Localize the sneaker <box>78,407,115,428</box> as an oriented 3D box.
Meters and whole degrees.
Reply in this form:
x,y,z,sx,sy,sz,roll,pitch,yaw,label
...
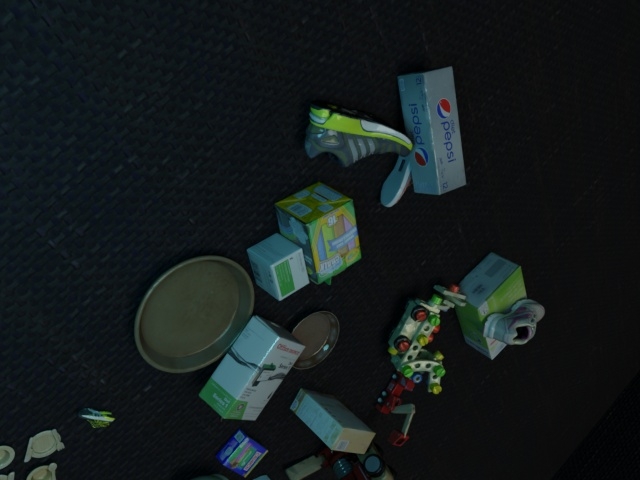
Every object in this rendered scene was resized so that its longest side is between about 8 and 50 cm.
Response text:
x,y,z,sx,sy,sz,roll,pitch,yaw,label
-0.463,0.370,1.261,0.083,0.031,0.035,30,92,-45,sneaker

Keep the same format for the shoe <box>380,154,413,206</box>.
x,y,z,sx,sy,sz,roll,pitch,yaw,label
0.219,-0.157,1.533,0.081,0.063,0.177,22,93,-39,shoe

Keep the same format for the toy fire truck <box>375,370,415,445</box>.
x,y,z,sx,sy,sz,roll,pitch,yaw,label
0.240,0.506,1.857,0.047,0.135,0.192,31,91,-45,toy fire truck

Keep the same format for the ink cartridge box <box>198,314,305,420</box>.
x,y,z,sx,sy,sz,roll,pitch,yaw,label
-0.153,0.297,1.418,0.219,0.093,0.160,-55,153,-2,ink cartridge box

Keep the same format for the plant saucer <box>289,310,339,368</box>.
x,y,z,sx,sy,sz,roll,pitch,yaw,label
-0.026,0.250,1.571,0.169,0.029,0.168,-19,123,-33,plant saucer

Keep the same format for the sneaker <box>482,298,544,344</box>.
x,y,z,sx,sy,sz,roll,pitch,yaw,label
0.620,0.265,1.896,0.252,0.111,0.102,-19,124,-32,sneaker

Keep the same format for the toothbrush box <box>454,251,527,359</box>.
x,y,z,sx,sy,sz,roll,pitch,yaw,label
0.553,0.212,1.977,0.206,0.122,0.283,-40,134,-16,toothbrush box

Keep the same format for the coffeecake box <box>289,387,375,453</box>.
x,y,z,sx,sy,sz,roll,pitch,yaw,label
0.031,0.479,1.631,0.142,0.185,0.068,26,94,-45,coffeecake box

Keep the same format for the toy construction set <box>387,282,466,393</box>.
x,y,z,sx,sy,sz,roll,pitch,yaw,label
0.313,0.271,1.783,0.215,0.151,0.327,22,90,-20,toy construction set

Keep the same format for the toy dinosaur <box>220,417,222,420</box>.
x,y,z,sx,sy,sz,roll,pitch,yaw,label
-0.193,0.421,1.528,0.090,0.047,0.082,-27,147,16,toy dinosaur

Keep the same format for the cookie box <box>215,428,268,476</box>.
x,y,z,sx,sy,sz,roll,pitch,yaw,label
-0.200,0.546,1.573,0.092,0.040,0.107,-48,135,-10,cookie box

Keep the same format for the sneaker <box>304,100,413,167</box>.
x,y,z,sx,sy,sz,roll,pitch,yaw,label
0.080,-0.223,1.368,0.300,0.111,0.121,8,117,-37,sneaker

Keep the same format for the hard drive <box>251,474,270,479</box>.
x,y,z,sx,sy,sz,roll,pitch,yaw,label
-0.238,0.807,1.684,0.203,0.040,0.307,-11,119,-36,hard drive

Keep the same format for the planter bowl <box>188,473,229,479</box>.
x,y,z,sx,sy,sz,roll,pitch,yaw,label
-0.273,0.642,1.499,0.109,0.162,0.162,-32,136,-60,planter bowl

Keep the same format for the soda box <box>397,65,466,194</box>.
x,y,z,sx,sy,sz,roll,pitch,yaw,label
0.265,-0.258,1.450,0.098,0.091,0.286,-22,109,-31,soda box

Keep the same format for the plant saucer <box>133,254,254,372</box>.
x,y,z,sx,sy,sz,roll,pitch,yaw,label
-0.268,0.153,1.305,0.278,0.041,0.277,-19,123,-32,plant saucer

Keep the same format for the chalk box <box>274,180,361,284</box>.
x,y,z,sx,sy,sz,roll,pitch,yaw,label
0.000,0.000,1.386,0.132,0.132,0.213,-30,130,-25,chalk box

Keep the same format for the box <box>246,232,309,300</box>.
x,y,z,sx,sy,sz,roll,pitch,yaw,label
-0.093,0.057,1.357,0.087,0.102,0.101,-31,128,-27,box

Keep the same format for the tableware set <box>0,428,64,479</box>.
x,y,z,sx,sy,sz,roll,pitch,yaw,label
-0.590,0.446,1.203,0.169,0.020,0.141,-7,117,-37,tableware set

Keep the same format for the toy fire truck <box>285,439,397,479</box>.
x,y,z,sx,sy,sz,roll,pitch,yaw,label
0.053,0.645,1.735,0.246,0.217,0.158,-37,134,0,toy fire truck
